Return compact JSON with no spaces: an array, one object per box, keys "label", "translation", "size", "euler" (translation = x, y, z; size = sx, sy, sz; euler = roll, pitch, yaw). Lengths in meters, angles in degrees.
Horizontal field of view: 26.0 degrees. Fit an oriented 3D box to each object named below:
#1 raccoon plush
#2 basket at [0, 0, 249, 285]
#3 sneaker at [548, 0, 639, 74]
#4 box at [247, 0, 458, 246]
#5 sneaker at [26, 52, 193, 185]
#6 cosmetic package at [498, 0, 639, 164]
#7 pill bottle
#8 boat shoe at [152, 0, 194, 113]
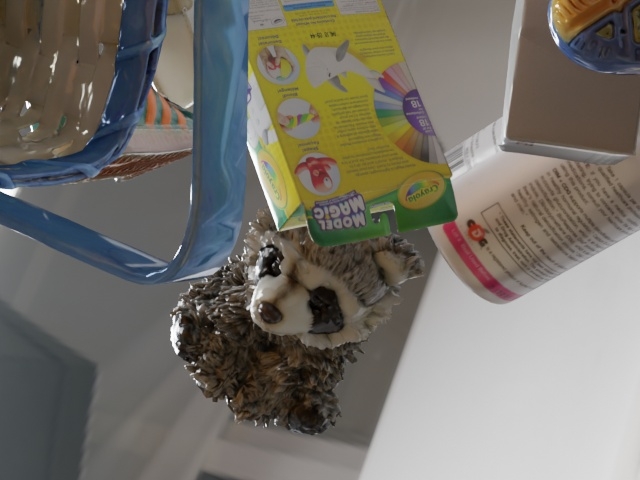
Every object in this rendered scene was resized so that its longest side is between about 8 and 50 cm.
[{"label":"raccoon plush","translation":[0.000,0.000,1.544],"size":[0.216,0.446,0.299],"euler":[29,-58,-9]},{"label":"basket","translation":[-0.133,-0.127,0.564],"size":[0.289,0.255,0.201],"euler":[11,10,37]},{"label":"sneaker","translation":[0.266,-0.166,0.888],"size":[0.112,0.296,0.131],"euler":[61,-18,11]},{"label":"box","translation":[0.006,-0.079,0.812],"size":[0.105,0.179,0.043],"euler":[-11,-21,-28]},{"label":"sneaker","translation":[-0.193,-0.127,1.349],"size":[0.108,0.121,0.302],"euler":[-22,-2,13]},{"label":"cosmetic package","translation":[0.196,-0.179,1.032],"size":[0.107,0.238,0.127],"euler":[5,2,6]},{"label":"pill bottle","translation":[0.248,-0.070,1.318],"size":[0.283,0.160,0.160],"euler":[-32,-46,24]},{"label":"boat shoe","translation":[-0.197,-0.282,1.580],"size":[0.113,0.302,0.103],"euler":[-22,-5,27]}]
